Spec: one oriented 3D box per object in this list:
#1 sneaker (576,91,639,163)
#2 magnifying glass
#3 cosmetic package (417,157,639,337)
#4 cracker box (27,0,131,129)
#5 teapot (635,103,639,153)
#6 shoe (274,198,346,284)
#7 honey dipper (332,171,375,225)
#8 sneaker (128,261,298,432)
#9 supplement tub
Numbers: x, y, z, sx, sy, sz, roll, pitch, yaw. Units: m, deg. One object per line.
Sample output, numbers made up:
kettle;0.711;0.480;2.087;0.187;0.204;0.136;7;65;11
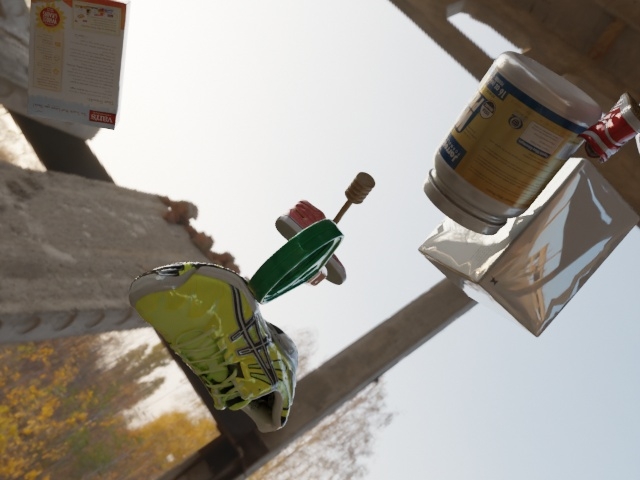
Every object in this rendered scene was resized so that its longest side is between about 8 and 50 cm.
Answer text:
sneaker;0.323;-0.124;0.653;0.042;0.118;0.067;50;-57;4
magnifying glass;-0.015;0.025;0.559;0.026;0.092;0.231;50;-1;10
cosmetic package;0.305;-0.006;0.905;0.138;0.224;0.225;41;1;-15
cracker box;-0.436;-0.330;1.068;0.067;0.156;0.232;-108;-150;-62
teapot;0.604;-0.172;0.843;0.256;0.252;0.187;35;-8;2
shoe;0.000;0.000;1.141;0.178;0.081;0.063;45;-33;0
honey dipper;0.026;-0.035;0.839;0.030;0.031;0.160;53;-44;15
sneaker;-0.138;0.168;0.903;0.384;0.145;0.147;48;25;-43
supplement tub;0.235;-0.119;0.752;0.144;0.144;0.199;47;-57;25
